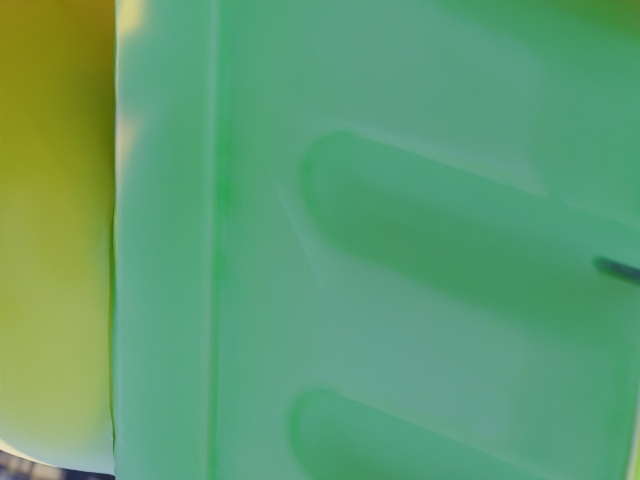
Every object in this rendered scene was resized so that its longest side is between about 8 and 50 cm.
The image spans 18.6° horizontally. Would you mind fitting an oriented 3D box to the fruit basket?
[{"bbox_3d":[0.000,0.000,0.655,0.283,0.392,0.392,-22,-161,-39],"label":"fruit basket"}]
